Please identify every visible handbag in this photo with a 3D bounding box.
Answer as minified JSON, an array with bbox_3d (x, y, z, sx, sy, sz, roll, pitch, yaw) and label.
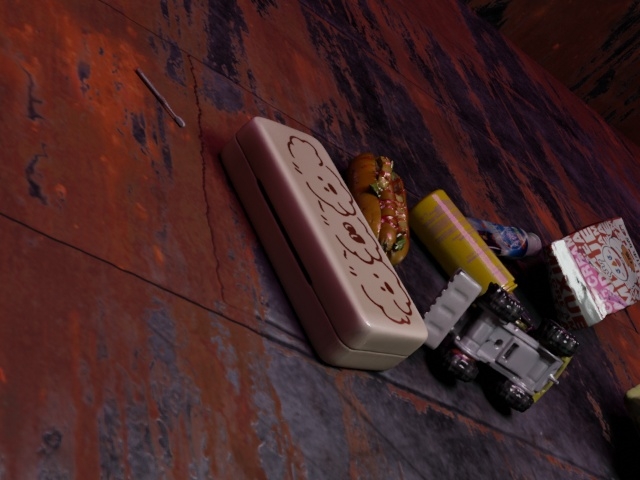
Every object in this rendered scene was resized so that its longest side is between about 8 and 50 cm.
[{"bbox_3d":[0.474,0.060,1.733,0.298,0.151,0.171,-7,74,-59],"label":"handbag"}]

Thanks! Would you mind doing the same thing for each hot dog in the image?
[{"bbox_3d":[0.088,-0.060,1.409,0.104,0.076,0.250,37,29,-19],"label":"hot dog"}]

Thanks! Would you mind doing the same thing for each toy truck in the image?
[{"bbox_3d":[0.227,0.129,1.290,0.286,0.136,0.111,33,7,-33],"label":"toy truck"}]

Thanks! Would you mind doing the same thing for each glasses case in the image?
[{"bbox_3d":[0.000,0.000,1.176,0.144,0.076,0.336,13,41,-50],"label":"glasses case"}]

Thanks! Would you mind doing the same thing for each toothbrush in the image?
[{"bbox_3d":[-0.200,-0.179,1.207,0.097,0.006,0.008,51,13,8],"label":"toothbrush"}]

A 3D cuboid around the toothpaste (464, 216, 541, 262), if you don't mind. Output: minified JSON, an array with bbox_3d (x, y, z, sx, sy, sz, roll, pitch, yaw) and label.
[{"bbox_3d":[0.292,-0.002,1.686,0.266,0.061,0.096,9,45,-45],"label":"toothpaste"}]

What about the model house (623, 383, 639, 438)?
[{"bbox_3d":[0.619,0.343,1.529,0.321,0.261,0.266,63,-2,-6],"label":"model house"}]

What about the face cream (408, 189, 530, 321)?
[{"bbox_3d":[0.241,0.047,1.487,0.273,0.078,0.078,52,25,12],"label":"face cream"}]
